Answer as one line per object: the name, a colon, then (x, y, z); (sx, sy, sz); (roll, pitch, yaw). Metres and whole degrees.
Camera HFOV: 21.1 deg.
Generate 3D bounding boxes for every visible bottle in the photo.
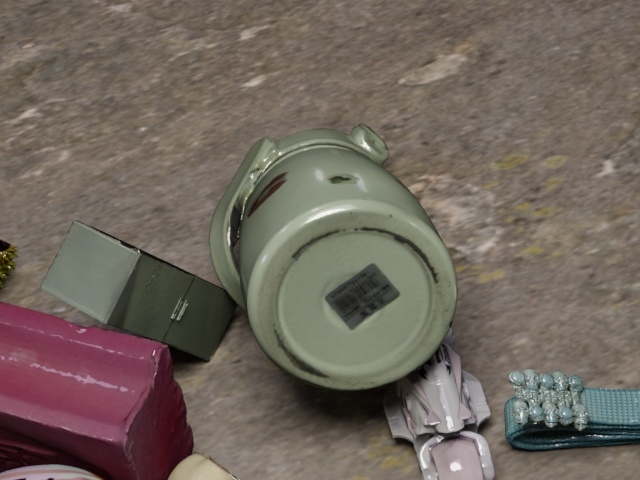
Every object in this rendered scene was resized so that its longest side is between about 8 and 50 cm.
bottle: (0.000, 0.000, 1.807); (0.229, 0.229, 0.351); (-12, 24, -5)

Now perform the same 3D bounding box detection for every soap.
soap: (-0.320, 0.159, 1.722); (0.360, 0.233, 0.128); (14, 57, 13)

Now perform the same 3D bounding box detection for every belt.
belt: (0.279, 0.174, 1.759); (0.179, 0.100, 0.065); (-3, 57, -2)

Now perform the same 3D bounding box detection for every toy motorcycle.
toy motorcycle: (0.119, 0.158, 1.771); (0.112, 0.112, 0.254); (-11, 52, -5)

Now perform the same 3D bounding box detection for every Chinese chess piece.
Chinese chess piece: (-0.097, 0.263, 1.697); (0.122, 0.122, 0.051); (34, 73, 25)

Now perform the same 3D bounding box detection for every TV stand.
TV stand: (-0.179, 0.055, 1.762); (0.088, 0.269, 0.082); (27, 89, 20)

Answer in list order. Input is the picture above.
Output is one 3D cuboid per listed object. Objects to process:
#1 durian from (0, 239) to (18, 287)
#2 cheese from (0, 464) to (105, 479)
durian: (-0.414, 0.041, 1.916); (0.187, 0.119, 0.108); (19, 94, 30)
cheese: (-0.297, 0.275, 1.634); (0.286, 0.189, 0.074); (-25, 60, 32)
